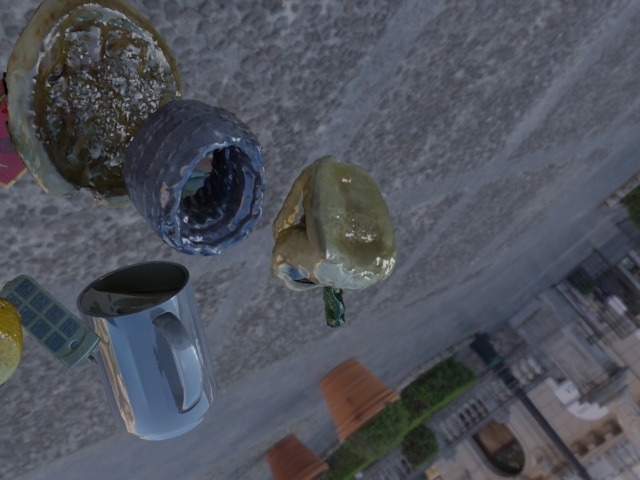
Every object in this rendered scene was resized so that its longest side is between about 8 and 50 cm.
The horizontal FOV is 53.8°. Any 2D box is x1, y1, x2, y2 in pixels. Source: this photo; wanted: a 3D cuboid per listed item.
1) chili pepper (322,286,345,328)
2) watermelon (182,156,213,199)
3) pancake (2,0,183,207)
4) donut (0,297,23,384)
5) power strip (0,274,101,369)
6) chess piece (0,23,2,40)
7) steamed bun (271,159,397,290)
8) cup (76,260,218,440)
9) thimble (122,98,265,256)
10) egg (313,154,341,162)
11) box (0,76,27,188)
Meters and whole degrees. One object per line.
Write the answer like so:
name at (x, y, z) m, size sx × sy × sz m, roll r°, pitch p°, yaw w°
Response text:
chili pepper at (0.027, 0.122, 1.674) m, size 0.060 × 0.225 × 0.098 m, roll -10°, pitch -173°, yaw -3°
watermelon at (-0.298, -0.135, 1.408) m, size 0.304 × 0.180 × 0.224 m, roll 14°, pitch 145°, yaw -2°
pancake at (-0.381, -0.236, 1.128) m, size 0.382 × 0.071 × 0.383 m, roll -16°, pitch 110°, yaw -53°
donut at (-0.474, 0.147, 0.812) m, size 0.178 × 0.065 × 0.162 m, roll -9°, pitch 129°, yaw -35°
power strip at (-0.495, 0.153, 1.161) m, size 0.080 × 0.227 × 0.029 m, roll -49°, pitch -179°, yaw -20°
chess piece at (-0.960, -0.660, 1.712) m, size 0.182 × 0.331 × 0.182 m, roll -21°, pitch 163°, yaw -7°
steamed bun at (0.000, 0.000, 0.833) m, size 0.140 × 0.172 × 0.155 m, roll 15°, pitch 149°, yaw -38°
cup at (-0.334, 0.248, 1.330) m, size 0.236 × 0.322 × 0.327 m, roll -25°, pitch 118°, yaw -33°
thimble at (-0.198, -0.102, 1.044) m, size 0.205 × 0.172 × 0.237 m, roll 13°, pitch 108°, yaw -46°
egg at (0.017, -0.143, 1.376) m, size 0.071 × 0.071 × 0.083 m, roll -22°, pitch 118°, yaw -33°
box at (-0.637, -0.228, 1.303) m, size 0.239 × 0.074 × 0.153 m, roll -37°, pitch 146°, yaw 15°
